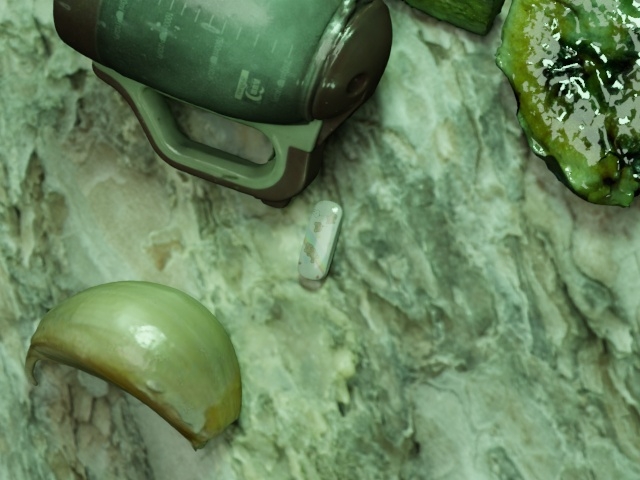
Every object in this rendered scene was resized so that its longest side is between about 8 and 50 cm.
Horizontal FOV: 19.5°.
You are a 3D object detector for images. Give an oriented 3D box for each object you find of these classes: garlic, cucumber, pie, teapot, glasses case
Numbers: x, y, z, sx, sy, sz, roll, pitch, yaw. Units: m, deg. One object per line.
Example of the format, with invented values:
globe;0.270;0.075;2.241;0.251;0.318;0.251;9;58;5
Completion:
garlic;-0.195;0.120;1.916;0.245;0.145;0.164;20;122;20
cucumber;0.094;-0.283;1.888;0.211;0.078;0.062;25;63;15
pie;0.338;-0.215;1.800;0.371;0.078;0.296;-44;73;10
teapot;-0.091;-0.198;1.874;0.312;0.233;0.315;29;123;13
glasses case;0.000;0.000;1.910;0.032;0.021;0.083;16;90;20
